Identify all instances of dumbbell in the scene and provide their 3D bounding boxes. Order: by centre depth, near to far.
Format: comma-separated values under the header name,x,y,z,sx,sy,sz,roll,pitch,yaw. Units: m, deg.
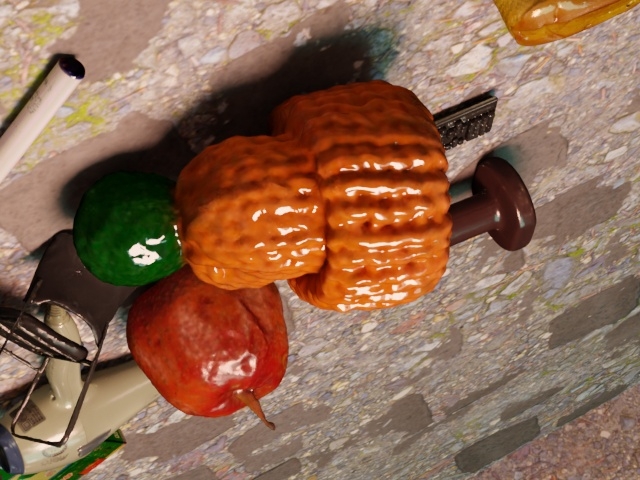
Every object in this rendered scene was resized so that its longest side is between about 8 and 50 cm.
name,x,y,z,sx,sy,sz,roll,pitch,yaw
dumbbell,0.177,-0.019,1.929,0.225,0.124,0.140,-22,152,-15

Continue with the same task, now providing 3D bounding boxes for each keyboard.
name,x,y,z,sx,sy,sz,roll,pitch,yaw
keyboard,0.126,-0.124,1.807,0.230,0.025,0.093,-24,156,-11

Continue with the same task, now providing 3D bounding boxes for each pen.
name,x,y,z,sx,sy,sz,roll,pitch,yaw
pen,-0.322,-0.087,1.414,0.033,0.033,0.269,5,137,-49

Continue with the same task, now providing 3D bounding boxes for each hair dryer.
name,x,y,z,sx,sy,sz,roll,pitch,yaw
hair dryer,-0.281,0.172,1.865,0.296,0.119,0.298,-10,136,-46

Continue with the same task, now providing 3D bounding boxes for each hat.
name,x,y,z,sx,sy,sz,roll,pitch,yaw
hat,-0.065,-0.056,1.539,0.400,0.285,0.285,3,144,-17

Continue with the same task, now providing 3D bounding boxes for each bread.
name,x,y,z,sx,sy,sz,roll,pitch,yaw
bread,0.319,-0.302,1.612,0.245,0.094,0.102,-23,159,-13

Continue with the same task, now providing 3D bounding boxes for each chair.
name,x,y,z,sx,sy,sz,roll,pitch,yaw
chair,-0.335,0.111,1.641,0.140,0.145,0.221,37,69,-33

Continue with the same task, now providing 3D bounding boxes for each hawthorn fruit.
name,x,y,z,sx,sy,sz,roll,pitch,yaw
hawthorn fruit,-0.127,0.152,1.796,0.207,0.243,0.207,-26,155,-13

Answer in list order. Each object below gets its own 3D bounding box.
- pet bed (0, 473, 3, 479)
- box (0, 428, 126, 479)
name,x,y,z,sx,sy,sz,roll,pitch,yaw
pet bed,-0.494,0.273,1.681,0.183,0.211,0.159,-18,142,-21
box,-0.403,0.311,2.031,0.132,0.034,0.235,-38,153,16
